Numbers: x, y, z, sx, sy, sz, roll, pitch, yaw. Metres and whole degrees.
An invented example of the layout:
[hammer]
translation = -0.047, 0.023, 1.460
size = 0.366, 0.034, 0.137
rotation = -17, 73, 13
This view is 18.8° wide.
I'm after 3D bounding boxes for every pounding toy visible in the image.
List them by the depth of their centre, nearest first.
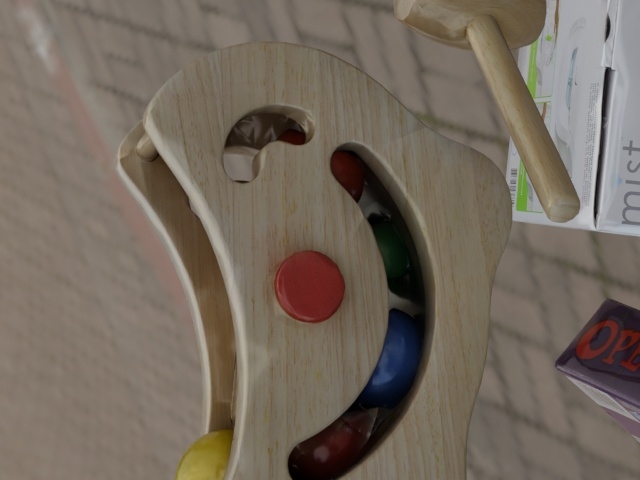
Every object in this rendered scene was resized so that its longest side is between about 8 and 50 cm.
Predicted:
[pounding toy]
translation = 0.000, 0.000, 0.754
size = 0.155, 0.154, 0.269
rotation = 142, 140, -69

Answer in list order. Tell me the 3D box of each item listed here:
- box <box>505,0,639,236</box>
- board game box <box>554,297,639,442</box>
[box]
translation = 0.221, -0.133, 1.343
size = 0.231, 0.127, 0.262
rotation = -171, 88, -79
[board game box]
translation = 0.257, 0.133, 0.774
size = 0.208, 0.056, 0.347
rotation = 45, 171, -26
